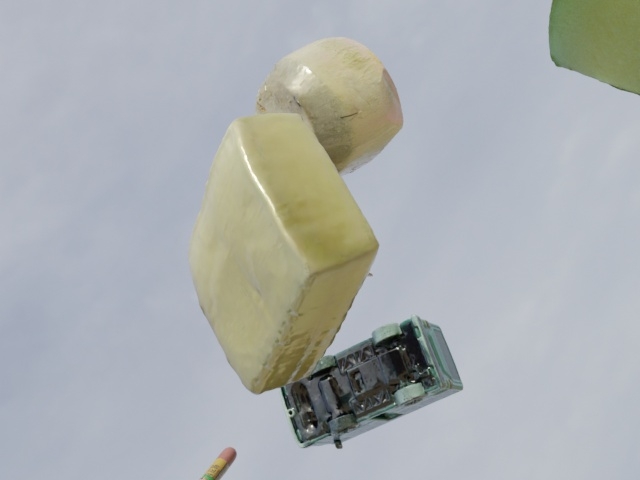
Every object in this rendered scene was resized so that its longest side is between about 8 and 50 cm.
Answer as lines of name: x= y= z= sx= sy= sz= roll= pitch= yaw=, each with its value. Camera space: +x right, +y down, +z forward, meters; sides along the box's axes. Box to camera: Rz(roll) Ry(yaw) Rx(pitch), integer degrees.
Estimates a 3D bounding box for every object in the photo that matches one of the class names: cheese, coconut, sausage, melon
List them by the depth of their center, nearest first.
cheese: x=-0.059 y=0.017 z=1.200 sx=0.123 sy=0.242 sz=0.265 roll=-14 pitch=-34 yaw=-32
melon: x=0.465 y=-0.344 z=1.222 sx=0.331 sy=0.226 sz=0.344 roll=-8 pitch=-34 yaw=2
coconut: x=0.020 y=-0.214 z=1.583 sx=0.230 sy=0.227 sz=0.227 roll=-28 pitch=-48 yaw=-36
sausage: x=-0.193 y=0.416 z=1.676 sx=0.223 sy=0.029 sz=0.029 roll=-43 pitch=-31 yaw=-64

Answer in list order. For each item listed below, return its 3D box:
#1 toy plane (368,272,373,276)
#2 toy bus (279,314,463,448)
toy plane: x=-0.012 y=0.000 z=1.483 sx=0.316 sy=0.103 sz=0.204 roll=33 pitch=-121 yaw=-64
toy bus: x=0.079 y=0.225 z=1.506 sx=0.256 sy=0.128 sz=0.147 roll=-28 pitch=-22 yaw=20
